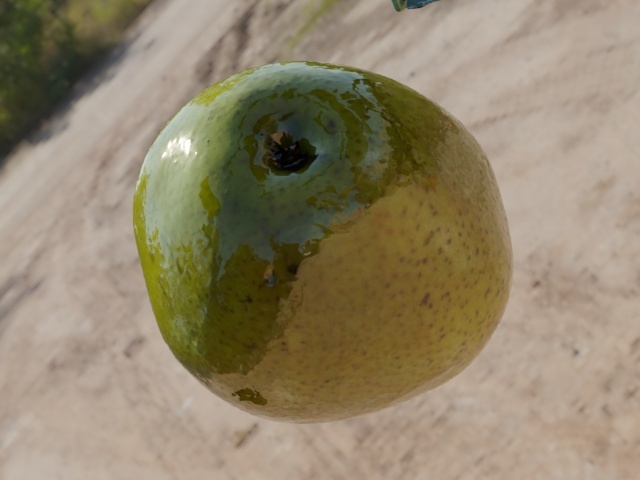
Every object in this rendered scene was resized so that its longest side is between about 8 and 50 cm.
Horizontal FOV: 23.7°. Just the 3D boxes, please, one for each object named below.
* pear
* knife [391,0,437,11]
[{"bbox_3d":[0.001,-0.001,0.769,0.198,0.198,0.198,-42,16,15],"label":"pear"},{"bbox_3d":[0.109,-0.153,0.696,0.212,0.054,0.015,-9,19,41],"label":"knife"}]
